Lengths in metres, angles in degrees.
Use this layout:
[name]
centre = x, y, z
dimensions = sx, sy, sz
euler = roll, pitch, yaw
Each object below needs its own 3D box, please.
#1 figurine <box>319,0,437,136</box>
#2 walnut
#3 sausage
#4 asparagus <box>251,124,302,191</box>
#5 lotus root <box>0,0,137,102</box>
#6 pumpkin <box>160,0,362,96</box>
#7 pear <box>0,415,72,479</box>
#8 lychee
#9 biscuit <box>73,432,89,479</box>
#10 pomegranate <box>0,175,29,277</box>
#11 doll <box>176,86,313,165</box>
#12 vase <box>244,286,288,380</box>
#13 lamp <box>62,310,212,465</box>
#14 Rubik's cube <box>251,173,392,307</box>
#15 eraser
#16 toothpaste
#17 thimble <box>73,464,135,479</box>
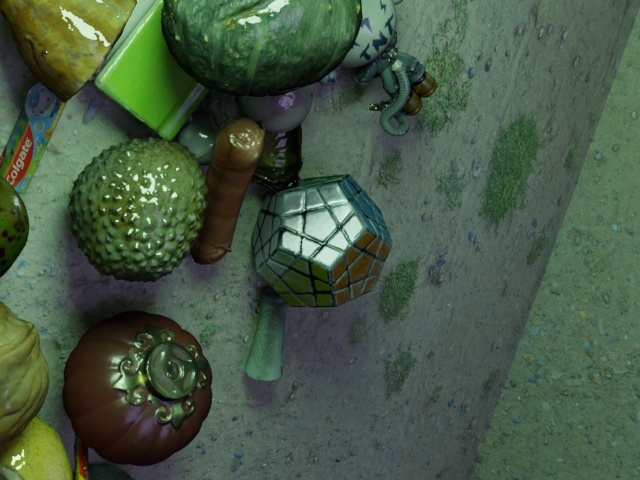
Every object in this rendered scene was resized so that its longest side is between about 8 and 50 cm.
[figurine]
centre = 0.106, -0.425, 1.692
dimensions = 0.382, 0.186, 0.261
euler = 38, 79, -46
[walnut]
centre = -0.601, 0.221, 1.272
dimensions = 0.313, 0.277, 0.252
euler = -33, 166, -33
[sausage]
centre = -0.189, -0.083, 1.533
dimensions = 0.094, 0.094, 0.419
euler = 13, 143, -10
[asparagus]
centre = -0.089, -0.283, 1.625
dimensions = 0.128, 0.108, 0.382
euler = -15, 123, -33
[lotus root]
centre = -0.408, -0.327, 1.204
dimensions = 0.180, 0.188, 0.199
euler = 34, 58, -29
[pumpkin]
centre = -0.104, -0.376, 1.288
dimensions = 0.327, 0.292, 0.257
euler = -2, 133, -37
[pear]
centre = -0.583, 0.439, 1.438
dimensions = 0.271, 0.271, 0.271
euler = -25, 130, -35
[lychee]
centre = -0.315, -0.054, 1.404
dimensions = 0.255, 0.274, 0.255
euler = -14, 145, -10
[biscuit]
centre = -0.464, 0.411, 1.536
dimensions = 0.026, 0.292, 0.048
euler = -14, 129, -7
[pomegranate]
centre = -0.561, -0.006, 1.254
dimensions = 0.202, 0.202, 0.248
euler = -41, 167, -22
[doll]
centre = -0.155, -0.234, 1.507
dimensions = 0.287, 0.151, 0.151
euler = -28, 143, 15
[vase]
centre = -0.123, 0.223, 1.916
dimensions = 0.096, 0.096, 0.219
euler = -8, 116, -44
[lamp]
centre = -0.357, 0.288, 1.556
dimensions = 0.303, 0.257, 0.303
euler = 25, 52, -36
[Rubik's cube]
centre = 0.000, 0.000, 1.763
dimensions = 0.264, 0.319, 0.319
euler = -36, 145, 19
[eraser]
centre = -0.269, -0.337, 1.416
dimensions = 0.274, 0.092, 0.210
euler = -57, 140, -7
[toothpaste]
centre = -0.490, -0.178, 1.314
dimensions = 0.070, 0.044, 0.193
euler = 21, 97, -49
[thimble]
centre = -0.481, 0.608, 1.725
dimensions = 0.211, 0.149, 0.185
euler = -52, 142, -10
